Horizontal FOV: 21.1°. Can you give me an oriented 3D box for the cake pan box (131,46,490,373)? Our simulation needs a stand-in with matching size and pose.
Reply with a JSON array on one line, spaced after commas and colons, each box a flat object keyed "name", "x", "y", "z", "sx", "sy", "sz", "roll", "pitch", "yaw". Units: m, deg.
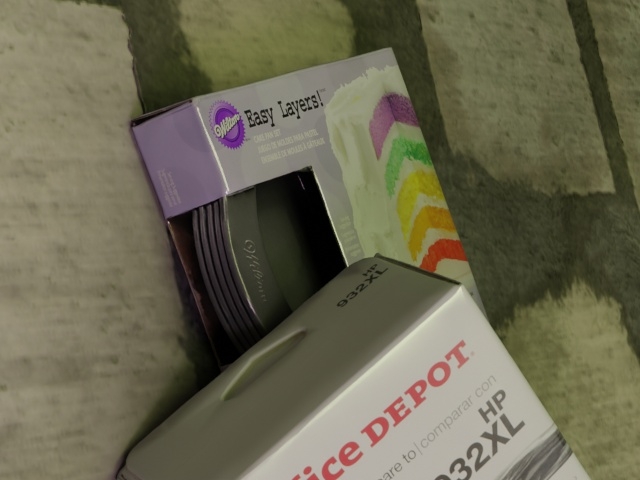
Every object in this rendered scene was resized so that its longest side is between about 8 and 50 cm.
[{"name": "cake pan box", "x": 0.000, "y": 0.000, "z": 1.225, "sx": 0.267, "sy": 0.070, "sz": 0.245, "roll": -20, "pitch": 89, "yaw": -53}]

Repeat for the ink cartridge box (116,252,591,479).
[{"name": "ink cartridge box", "x": 0.057, "y": 0.198, "z": 1.081, "sx": 0.223, "sy": 0.129, "sz": 0.307, "roll": -40, "pitch": 112, "yaw": -15}]
